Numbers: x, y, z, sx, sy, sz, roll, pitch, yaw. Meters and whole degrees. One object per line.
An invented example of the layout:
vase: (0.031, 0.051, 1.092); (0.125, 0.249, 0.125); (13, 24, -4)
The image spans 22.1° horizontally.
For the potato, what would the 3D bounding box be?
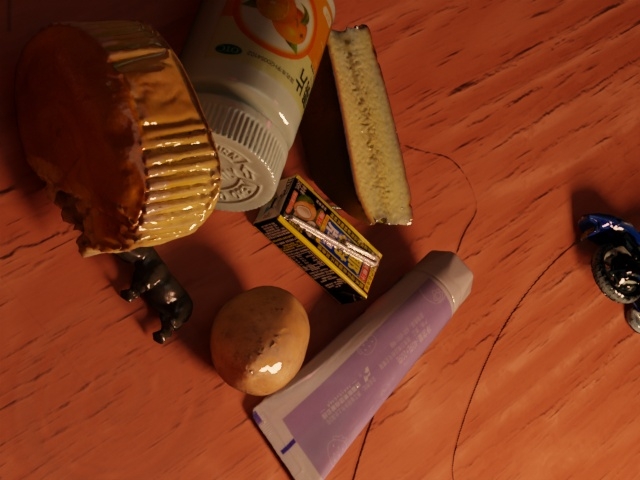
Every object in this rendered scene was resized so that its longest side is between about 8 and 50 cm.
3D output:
potato: (-0.065, 0.115, 1.835); (0.112, 0.112, 0.147); (51, 40, -20)

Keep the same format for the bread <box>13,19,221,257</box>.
bread: (-0.219, -0.109, 1.700); (0.133, 0.179, 0.250); (-15, 81, -47)

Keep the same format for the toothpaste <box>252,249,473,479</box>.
toothpaste: (0.061, 0.141, 1.975); (0.371, 0.080, 0.125); (-45, 109, -38)

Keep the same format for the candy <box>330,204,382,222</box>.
candy: (0.040, -0.041, 2.050); (0.123, 0.035, 0.035); (2, 119, -33)

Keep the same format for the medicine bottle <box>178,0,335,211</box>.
medicine bottle: (-0.082, -0.204, 1.884); (0.158, 0.158, 0.318); (38, 52, -30)

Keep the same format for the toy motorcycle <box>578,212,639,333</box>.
toy motorcycle: (0.509, 0.046, 2.435); (0.315, 0.113, 0.169); (20, 52, -31)

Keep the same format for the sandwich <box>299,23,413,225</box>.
sandwich: (0.036, -0.134, 2.028); (0.094, 0.096, 0.258); (-7, 83, -40)

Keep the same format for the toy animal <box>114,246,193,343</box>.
toy animal: (-0.186, 0.041, 1.778); (0.136, 0.047, 0.065); (55, 40, -15)

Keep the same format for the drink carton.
drink carton: (0.000, 0.000, 1.971); (0.165, 0.056, 0.071); (42, 54, -28)
